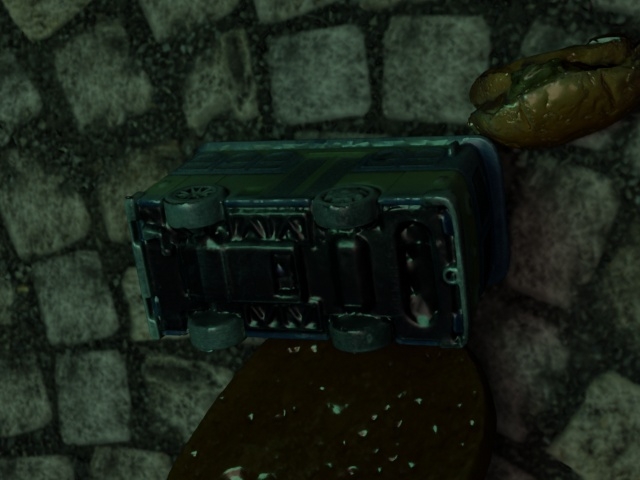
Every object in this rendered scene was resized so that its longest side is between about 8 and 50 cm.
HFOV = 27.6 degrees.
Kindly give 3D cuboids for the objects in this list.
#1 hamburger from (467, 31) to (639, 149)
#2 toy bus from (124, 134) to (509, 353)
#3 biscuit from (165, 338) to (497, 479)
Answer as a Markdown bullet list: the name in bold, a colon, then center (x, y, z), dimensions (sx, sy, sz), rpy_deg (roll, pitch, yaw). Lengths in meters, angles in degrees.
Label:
- **hamburger**: center (0.202, -0.123, 1.150), dimensions (0.176, 0.102, 0.087), rpy_deg (-13, 96, 23)
- **toy bus**: center (0.000, 0.000, 1.189), dimensions (0.312, 0.190, 0.152), rpy_deg (0, 111, 22)
- **biscuit**: center (0.017, 0.227, 1.180), dimensions (0.314, 0.063, 0.367), rpy_deg (26, 71, 32)
